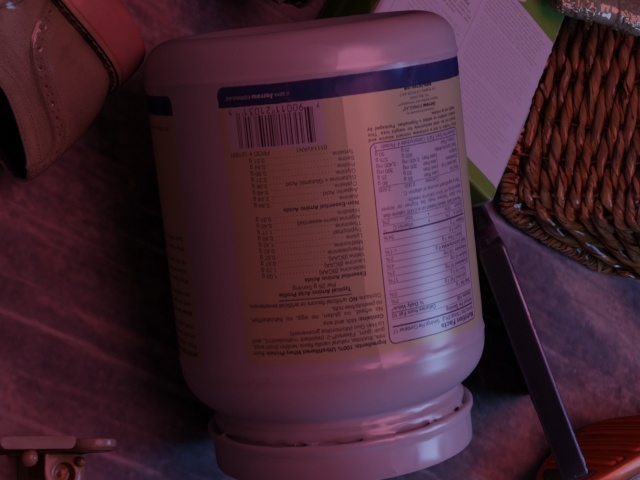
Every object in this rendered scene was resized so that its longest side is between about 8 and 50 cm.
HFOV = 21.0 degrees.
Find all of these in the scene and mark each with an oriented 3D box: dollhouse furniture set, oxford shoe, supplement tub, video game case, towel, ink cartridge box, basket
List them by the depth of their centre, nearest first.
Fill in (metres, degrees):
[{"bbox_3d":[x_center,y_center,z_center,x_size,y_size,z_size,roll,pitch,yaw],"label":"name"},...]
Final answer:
[{"bbox_3d":[-0.295,-0.200,1.173,0.397,0.140,0.146,41,65,-24],"label":"oxford shoe"},{"bbox_3d":[-0.186,0.213,1.186,0.144,0.123,0.151,5,78,-39],"label":"dollhouse furniture set"},{"bbox_3d":[0.000,0.000,1.293,0.235,0.235,0.325,-14,102,-41],"label":"supplement tub"},{"bbox_3d":[0.166,0.073,1.450,0.274,0.026,0.196,-78,147,-80],"label":"video game case"},{"bbox_3d":[0.101,-0.171,1.523,0.189,0.097,0.255,45,50,-24],"label":"ink cartridge box"},{"bbox_3d":[0.250,-0.260,1.607,0.110,0.027,0.148,12,54,-23],"label":"towel"},{"bbox_3d":[0.345,0.224,1.629,0.364,0.130,0.132,-11,94,-40],"label":"oxford shoe"},{"bbox_3d":[0.318,-0.113,1.693,0.213,0.223,0.299,52,45,-62],"label":"basket"}]

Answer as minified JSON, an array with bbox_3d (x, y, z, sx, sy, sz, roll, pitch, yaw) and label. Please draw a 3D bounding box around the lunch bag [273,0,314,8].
[{"bbox_3d":[-0.027,-0.355,1.392,0.235,0.169,0.287,-47,106,-26],"label":"lunch bag"}]
